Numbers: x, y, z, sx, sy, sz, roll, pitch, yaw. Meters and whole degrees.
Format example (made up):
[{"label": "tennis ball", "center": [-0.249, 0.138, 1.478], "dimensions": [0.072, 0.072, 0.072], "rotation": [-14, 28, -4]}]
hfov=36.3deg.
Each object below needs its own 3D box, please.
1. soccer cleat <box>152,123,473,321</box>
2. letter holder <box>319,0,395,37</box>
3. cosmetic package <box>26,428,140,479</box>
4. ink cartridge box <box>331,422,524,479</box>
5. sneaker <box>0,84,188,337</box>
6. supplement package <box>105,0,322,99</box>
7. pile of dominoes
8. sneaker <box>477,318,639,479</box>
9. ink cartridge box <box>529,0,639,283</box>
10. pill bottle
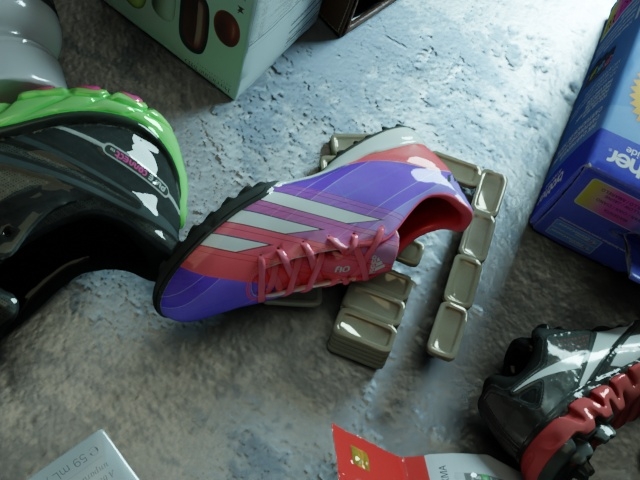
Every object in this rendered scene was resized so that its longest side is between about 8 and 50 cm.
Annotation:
[{"label": "soccer cleat", "center": [0.000, 0.000, 0.883], "dimensions": [0.318, 0.108, 0.116], "rotation": [-29, 63, -29]}, {"label": "letter holder", "center": [-0.004, -0.415, 1.043], "dimensions": [0.152, 0.214, 0.302], "rotation": [-38, 78, -24]}, {"label": "cosmetic package", "center": [-0.192, 0.306, 0.726], "dimensions": [0.224, 0.138, 0.224], "rotation": [-35, 78, -23]}, {"label": "ink cartridge box", "center": [0.118, 0.236, 0.777], "dimensions": [0.225, 0.056, 0.181], "rotation": [33, 24, -23]}, {"label": "sneaker", "center": [-0.340, 0.002, 0.807], "dimensions": [0.483, 0.185, 0.202], "rotation": [-14, 68, -15]}, {"label": "supplement package", "center": [-0.103, -0.291, 0.974], "dimensions": [0.194, 0.203, 0.149], "rotation": [37, 65, 7]}, {"label": "pile of dominoes", "center": [0.066, 0.004, 0.981], "dimensions": [0.196, 0.040, 0.251], "rotation": [21, 56, 3]}, {"label": "sneaker", "center": [0.253, 0.122, 0.917], "dimensions": [0.276, 0.097, 0.135], "rotation": [-27, 53, -34]}, {"label": "ink cartridge box", "center": [0.401, -0.088, 1.021], "dimensions": [0.270, 0.151, 0.395], "rotation": [26, 65, 1]}, {"label": "pill bottle", "center": [-0.339, -0.230, 0.921], "dimensions": [0.161, 0.161, 0.283], "rotation": [-15, 70, -17]}]
